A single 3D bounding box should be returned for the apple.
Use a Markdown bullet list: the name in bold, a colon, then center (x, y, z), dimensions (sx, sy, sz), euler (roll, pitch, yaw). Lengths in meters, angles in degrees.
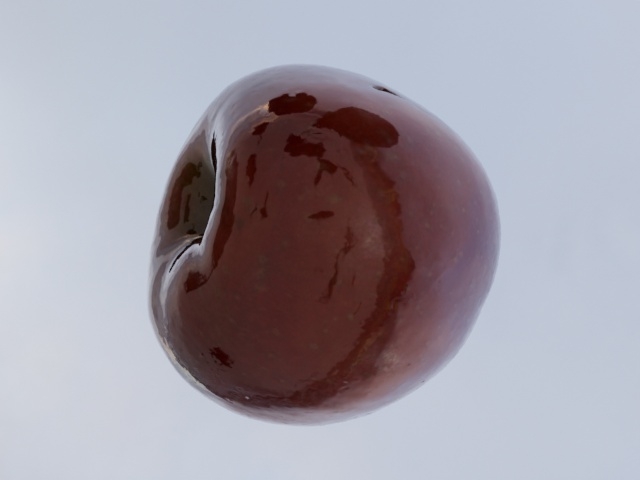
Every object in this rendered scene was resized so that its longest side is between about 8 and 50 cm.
- **apple**: center (0.000, 0.000, 0.487), dimensions (0.260, 0.217, 0.260), euler (-39, -136, 51)
